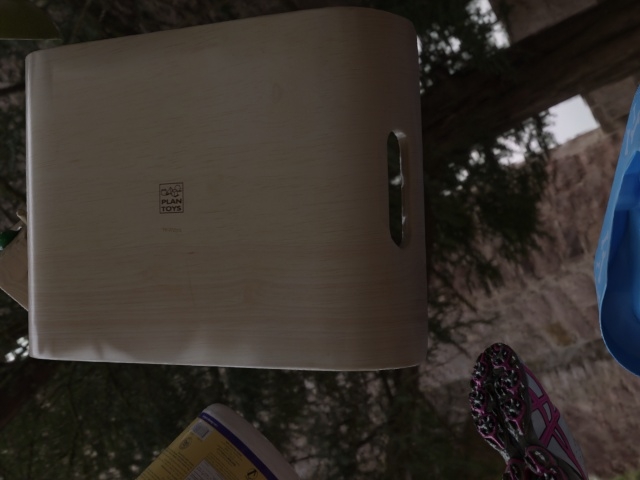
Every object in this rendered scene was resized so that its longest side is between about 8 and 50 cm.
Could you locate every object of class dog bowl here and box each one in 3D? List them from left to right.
[{"bbox_3d":[0.304,-0.027,0.633,0.074,0.165,0.297,-89,2,-63],"label":"dog bowl"}]

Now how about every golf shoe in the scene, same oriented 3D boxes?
[{"bbox_3d":[0.195,0.181,0.757,0.086,0.067,0.186,23,-141,-36],"label":"golf shoe"}]

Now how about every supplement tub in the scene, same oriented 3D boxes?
[{"bbox_3d":[-0.218,0.481,1.436,0.331,0.241,0.241,-45,-69,-20],"label":"supplement tub"}]

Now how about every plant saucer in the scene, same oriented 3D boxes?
[{"bbox_3d":[-0.359,-0.204,0.736,0.241,0.240,0.037,-22,-61,-59],"label":"plant saucer"}]

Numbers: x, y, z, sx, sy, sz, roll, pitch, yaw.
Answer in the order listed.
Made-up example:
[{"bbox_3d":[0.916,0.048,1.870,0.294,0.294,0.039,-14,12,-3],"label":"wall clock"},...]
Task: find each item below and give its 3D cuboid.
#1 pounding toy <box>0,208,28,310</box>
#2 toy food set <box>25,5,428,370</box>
[{"bbox_3d":[-0.356,0.018,1.042,0.141,0.100,0.130,48,-174,-24],"label":"pounding toy"},{"bbox_3d":[-0.078,-0.028,0.569,0.092,0.306,0.220,4,-96,-67],"label":"toy food set"}]
